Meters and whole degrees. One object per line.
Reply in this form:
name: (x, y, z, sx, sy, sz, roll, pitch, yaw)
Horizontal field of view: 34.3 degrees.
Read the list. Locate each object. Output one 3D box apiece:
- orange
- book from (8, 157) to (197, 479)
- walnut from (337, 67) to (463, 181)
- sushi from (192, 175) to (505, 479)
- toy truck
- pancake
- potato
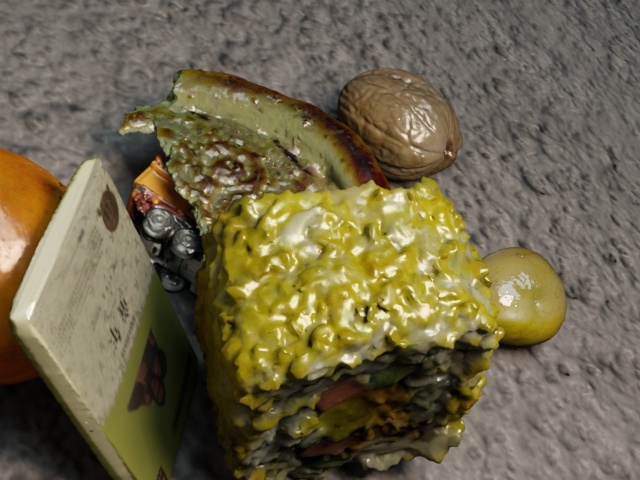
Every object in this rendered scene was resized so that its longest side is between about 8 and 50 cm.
orange: (-0.372, 0.023, 1.160, 0.284, 0.226, 0.284, 48, 9, -10)
book: (-0.221, 0.111, 1.149, 0.035, 0.352, 0.239, -5, 44, 16)
walnut: (0.123, -0.197, 1.720, 0.230, 0.178, 0.178, 41, 43, 25)
sushi: (0.036, 0.120, 1.220, 0.351, 0.396, 0.240, -11, 56, -14)
toy truck: (-0.149, 0.014, 1.413, 0.270, 0.114, 0.135, 34, 48, 4)
pancake: (-0.078, -0.104, 1.400, 0.304, 0.067, 0.427, -18, 57, -26)
potato: (0.279, 0.090, 1.579, 0.194, 0.157, 0.157, -12, 58, -21)
